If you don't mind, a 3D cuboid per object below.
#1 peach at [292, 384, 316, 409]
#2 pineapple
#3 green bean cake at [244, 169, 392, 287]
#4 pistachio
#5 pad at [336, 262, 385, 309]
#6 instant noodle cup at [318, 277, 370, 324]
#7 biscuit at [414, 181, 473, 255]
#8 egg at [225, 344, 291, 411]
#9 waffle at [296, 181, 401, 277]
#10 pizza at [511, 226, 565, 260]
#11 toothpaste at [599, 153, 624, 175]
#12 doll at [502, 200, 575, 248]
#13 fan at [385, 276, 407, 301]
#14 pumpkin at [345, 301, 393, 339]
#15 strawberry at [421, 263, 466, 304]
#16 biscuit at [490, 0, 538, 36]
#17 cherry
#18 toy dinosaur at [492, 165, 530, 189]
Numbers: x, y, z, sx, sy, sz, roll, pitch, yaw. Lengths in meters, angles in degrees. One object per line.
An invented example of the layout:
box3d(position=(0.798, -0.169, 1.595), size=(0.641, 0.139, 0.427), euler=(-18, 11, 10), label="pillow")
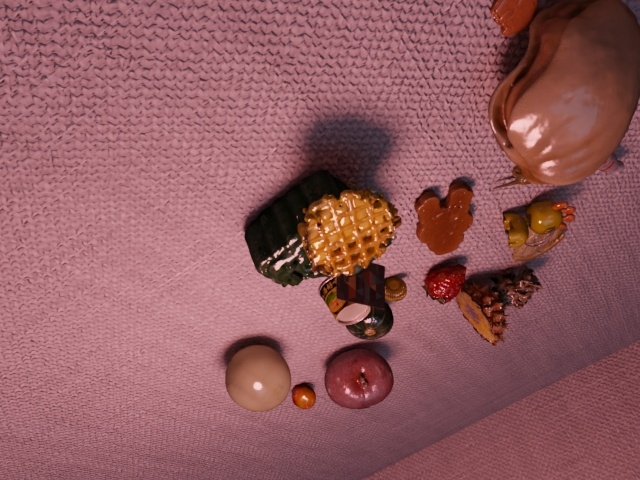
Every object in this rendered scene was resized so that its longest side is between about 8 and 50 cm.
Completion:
box3d(position=(-0.063, 0.617, 2.396), size=(0.100, 0.101, 0.101), euler=(-13, 142, -10), label="peach")
box3d(position=(0.655, 0.202, 2.149), size=(0.271, 0.262, 0.263), euler=(-32, 144, -6), label="pineapple")
box3d(position=(0.000, 0.000, 1.594), size=(0.300, 0.169, 0.307), euler=(-39, 140, 20), label="green bean cake")
box3d(position=(0.564, -0.327, 1.393), size=(0.365, 0.281, 0.446), euler=(-10, 124, -20), label="pistachio")
box3d(position=(0.126, 0.127, 1.847), size=(0.211, 0.143, 0.003), euler=(15, 158, -39), label="pad")
box3d(position=(0.084, 0.187, 1.905), size=(0.151, 0.122, 0.151), euler=(-15, 144, -12), label="instant noodle cup")
box3d(position=(0.368, -0.059, 1.804), size=(0.185, 0.044, 0.295), euler=(-15, 142, -3), label="biscuit")
box3d(position=(-0.209, 0.462, 2.031), size=(0.219, 0.219, 0.269), euler=(-20, 139, -1), label="egg")
box3d(position=(0.063, -0.010, 1.437), size=(0.280, 0.060, 0.262), euler=(11, 123, -36), label="waffle")
box3d(position=(0.752, -0.019, 2.044), size=(0.181, 0.034, 0.262), euler=(-15, 142, -8), label="pizza")
box3d(position=(0.804, -0.251, 1.774), size=(0.234, 0.057, 0.089), euler=(19, 129, -31), label="toothpaste")
box3d(position=(0.679, -0.059, 1.876), size=(0.220, 0.136, 0.143), euler=(-13, 142, 10), label="doll")
box3d(position=(0.206, 0.163, 1.978), size=(0.154, 0.082, 0.039), euler=(-9, 138, 3), label="fan")
box3d(position=(0.162, 0.261, 2.031), size=(0.167, 0.125, 0.167), euler=(-2, 148, -1), label="pumpkin")
box3d(position=(0.413, 0.136, 2.016), size=(0.131, 0.131, 0.148), euler=(21, 97, -42), label="strawberry")
box3d(position=(0.419, -0.499, 1.299), size=(0.102, 0.019, 0.130), euler=(-32, 141, 12), label="biscuit")
box3d(position=(0.142, 0.528, 2.285), size=(0.261, 0.221, 0.307), euler=(-6, 154, -6), label="cherry")
box3d(position=(0.594, -0.173, 1.775), size=(0.162, 0.039, 0.126), euler=(-34, 143, 19), label="toy dinosaur")
